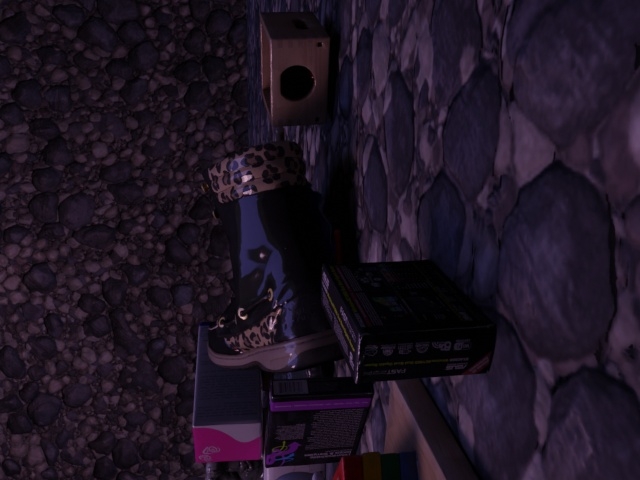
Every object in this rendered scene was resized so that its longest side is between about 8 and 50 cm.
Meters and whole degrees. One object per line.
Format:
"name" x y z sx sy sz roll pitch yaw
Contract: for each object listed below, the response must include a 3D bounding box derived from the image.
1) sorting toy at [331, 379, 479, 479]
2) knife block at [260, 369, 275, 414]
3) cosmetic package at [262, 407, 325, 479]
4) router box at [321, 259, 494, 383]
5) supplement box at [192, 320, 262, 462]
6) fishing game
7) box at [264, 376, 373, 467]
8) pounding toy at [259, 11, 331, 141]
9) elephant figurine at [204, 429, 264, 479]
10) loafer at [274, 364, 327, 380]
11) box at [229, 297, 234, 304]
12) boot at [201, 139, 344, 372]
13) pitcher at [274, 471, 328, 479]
"sorting toy" 0.060 0.283 0.433 0.257 0.089 0.255 -117 28 -67
"knife block" -0.064 0.224 1.070 0.275 0.088 0.242 128 139 -72
"cosmetic package" -0.044 0.398 0.957 0.060 0.099 0.239 -161 70 -79
"router box" 0.056 0.053 0.423 0.122 0.092 0.038 -119 30 -68
"supplement box" -0.159 0.257 1.008 0.220 0.114 0.111 -102 14 -51
"fishing game" 0.000 0.000 0.851 0.264 0.041 0.189 -126 28 -61
"box" -0.007 0.223 0.704 0.029 0.116 0.162 -101 15 -48
"pounding toy" -0.031 -0.205 0.849 0.181 0.094 0.206 -109 17 -52
"elephant figurine" -0.102 0.482 1.193 0.169 0.239 0.186 76 -146 -66
"loafer" -0.036 0.229 0.948 0.223 0.078 0.076 112 154 -64
"box" -0.124 0.166 1.239 0.027 0.137 0.094 105 161 -54
"boot" -0.093 0.036 0.833 0.377 0.138 0.284 -17 85 65
"pitcher" 0.001 0.351 0.709 0.207 0.125 0.177 22 98 67
